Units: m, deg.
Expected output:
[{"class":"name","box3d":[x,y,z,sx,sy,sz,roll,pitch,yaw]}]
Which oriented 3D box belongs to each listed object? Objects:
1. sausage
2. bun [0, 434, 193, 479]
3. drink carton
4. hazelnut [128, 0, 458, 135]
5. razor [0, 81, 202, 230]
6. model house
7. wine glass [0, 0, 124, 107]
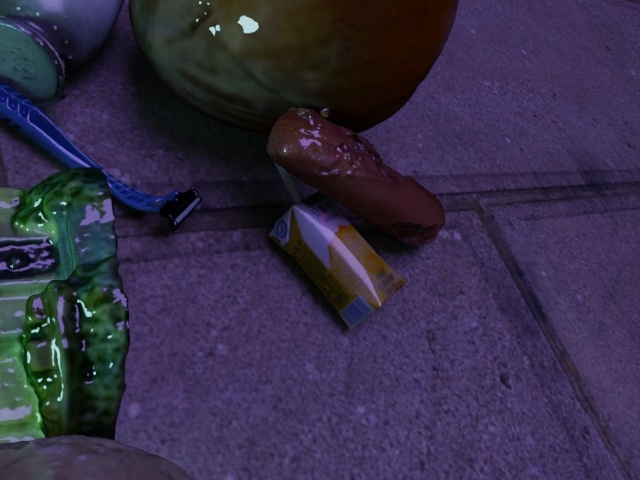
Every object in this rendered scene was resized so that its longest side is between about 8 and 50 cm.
[{"class":"sausage","box3d":[0.065,-0.057,0.738,0.087,0.079,0.326,39,8,40]},{"class":"bun","box3d":[-0.138,0.279,0.288,0.349,0.227,0.352,50,57,-15]},{"class":"drink carton","box3d":[0.000,0.000,0.726,0.200,0.074,0.084,49,44,7]},{"class":"hazelnut","box3d":[-0.028,-0.263,0.732,0.372,0.372,0.315,-38,123,-45]},{"class":"razor","box3d":[-0.243,-0.088,0.646,0.253,0.042,0.082,33,25,-8]},{"class":"model house","box3d":[-0.244,0.068,0.439,0.189,0.195,0.214,-1,60,-26]},{"class":"wine glass","box3d":[-0.280,-0.244,0.685,0.111,0.111,0.204,27,52,-16]}]
